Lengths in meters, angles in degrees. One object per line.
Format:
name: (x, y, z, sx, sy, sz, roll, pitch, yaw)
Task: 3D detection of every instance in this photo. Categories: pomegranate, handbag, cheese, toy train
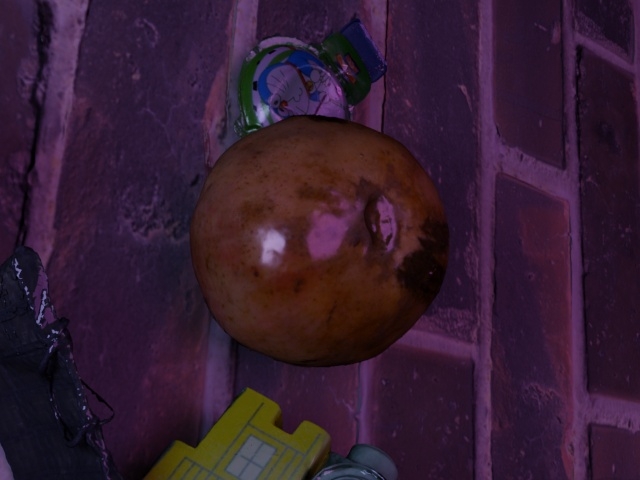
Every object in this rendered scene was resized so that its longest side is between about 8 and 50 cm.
pomegranate: (0.000, 0.000, 1.090, 0.322, 0.322, 0.322, 11, 72, -38)
handbag: (-0.269, 0.143, 0.894, 0.088, 0.175, 0.271, -25, 96, -38)
cheese: (-0.006, -0.208, 1.265, 0.320, 0.083, 0.204, -46, 109, -37)
toy train: (-0.101, 0.355, 0.925, 0.442, 0.272, 0.179, -51, 157, -36)
